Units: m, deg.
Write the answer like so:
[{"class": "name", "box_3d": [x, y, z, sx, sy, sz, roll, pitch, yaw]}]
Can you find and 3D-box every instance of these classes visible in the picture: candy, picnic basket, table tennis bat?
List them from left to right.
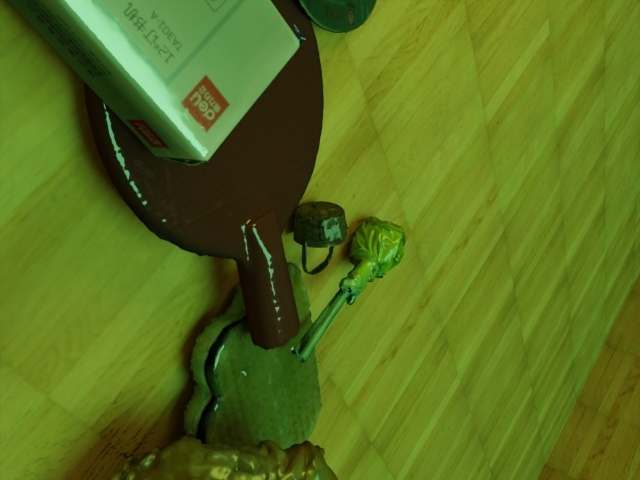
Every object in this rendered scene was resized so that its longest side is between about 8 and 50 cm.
[{"class": "table tennis bat", "box_3d": [-0.079, -0.084, 0.650, 0.268, 0.051, 0.415, -35, 124, -42]}, {"class": "picnic basket", "box_3d": [0.000, 0.000, 0.828, 0.072, 0.072, 0.083, -25, 126, -46]}, {"class": "candy", "box_3d": [0.036, 0.061, 0.871, 0.262, 0.073, 0.077, -51, 166, -44]}]

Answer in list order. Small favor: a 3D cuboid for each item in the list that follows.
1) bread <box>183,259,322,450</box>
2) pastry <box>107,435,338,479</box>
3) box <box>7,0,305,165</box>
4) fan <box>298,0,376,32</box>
[{"class": "bread", "box_3d": [-0.080, 0.166, 0.812, 0.207, 0.056, 0.286, -33, 129, -42]}, {"class": "pastry", "box_3d": [-0.118, 0.305, 0.706, 0.311, 0.162, 0.255, 2, 124, -30]}, {"class": "box", "box_3d": [-0.137, -0.189, 0.476, 0.135, 0.079, 0.269, -54, 128, -20]}, {"class": "fan", "box_3d": [0.013, -0.342, 0.681, 0.223, 0.012, 0.294, -55, 145, -40]}]
